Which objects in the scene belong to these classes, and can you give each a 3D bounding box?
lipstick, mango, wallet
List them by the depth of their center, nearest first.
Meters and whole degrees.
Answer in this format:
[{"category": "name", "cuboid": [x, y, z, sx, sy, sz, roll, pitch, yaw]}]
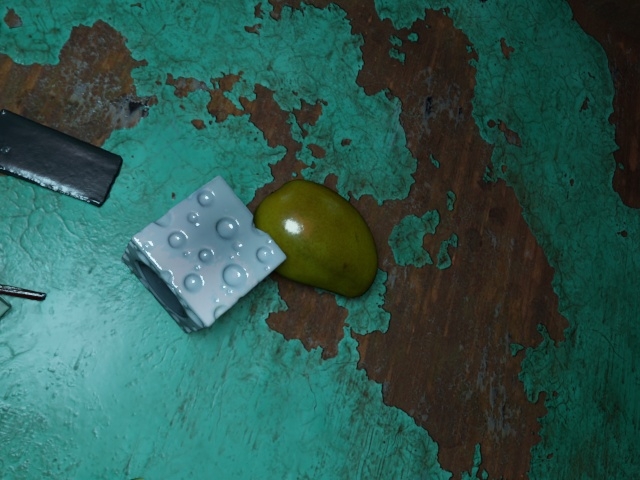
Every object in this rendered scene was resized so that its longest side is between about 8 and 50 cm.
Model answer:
[{"category": "lipstick", "cuboid": [-0.681, 0.104, 1.157, 0.177, 0.027, 0.027, 15, 73, -22]}, {"category": "wallet", "cuboid": [-0.615, -0.187, 1.249, 0.285, 0.030, 0.146, 21, 67, -17]}, {"category": "mango", "cuboid": [0.000, 0.000, 1.381, 0.378, 0.221, 0.263, 37, 55, -24]}]

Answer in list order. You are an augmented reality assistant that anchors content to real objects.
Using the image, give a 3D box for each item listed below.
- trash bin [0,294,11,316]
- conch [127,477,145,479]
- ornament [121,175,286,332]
[{"category": "trash bin", "cuboid": [-0.721, 0.145, 1.095, 0.130, 0.059, 0.116, -47, 108, -15]}, {"category": "conch", "cuboid": [-0.448, 0.565, 1.092, 0.251, 0.137, 0.143, -33, 92, -27]}, {"category": "ornament", "cuboid": [-0.270, 0.041, 1.233, 0.240, 0.240, 0.239, -41, 97, -27]}]
